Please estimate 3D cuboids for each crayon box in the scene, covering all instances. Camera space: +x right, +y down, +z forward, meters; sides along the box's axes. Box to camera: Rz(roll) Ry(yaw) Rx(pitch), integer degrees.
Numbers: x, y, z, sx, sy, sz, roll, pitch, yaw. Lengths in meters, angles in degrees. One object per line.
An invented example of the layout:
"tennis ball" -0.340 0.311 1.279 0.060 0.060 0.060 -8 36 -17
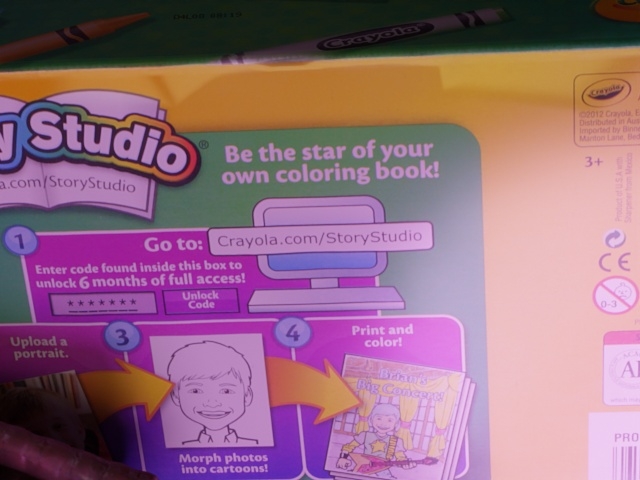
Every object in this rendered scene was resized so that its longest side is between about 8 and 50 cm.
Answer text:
"crayon box" 0.000 0.000 0.564 0.278 0.081 0.165 -1 121 5

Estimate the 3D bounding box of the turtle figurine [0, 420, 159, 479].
"turtle figurine" -0.193 0.123 0.495 0.275 0.198 0.266 -33 110 19
